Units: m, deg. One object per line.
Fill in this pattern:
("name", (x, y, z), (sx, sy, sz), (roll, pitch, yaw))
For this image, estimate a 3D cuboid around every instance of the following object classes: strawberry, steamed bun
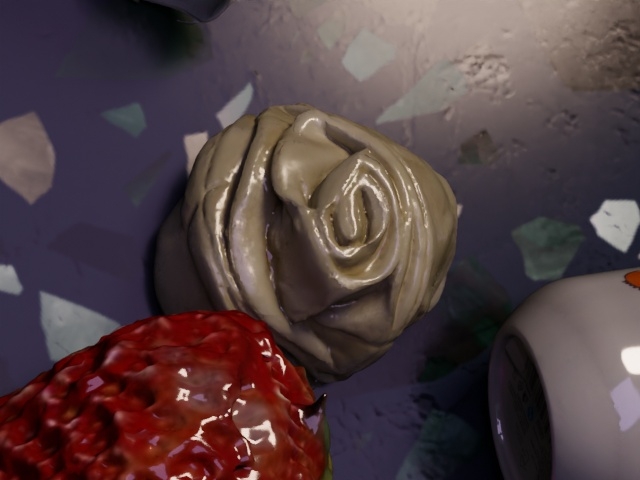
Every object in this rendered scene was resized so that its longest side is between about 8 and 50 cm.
("strawberry", (-0.124, 0.199, 1.219), (0.310, 0.292, 0.292), (-14, 85, -23))
("steamed bun", (-0.001, 0.002, 1.342), (0.218, 0.144, 0.211), (26, 77, -8))

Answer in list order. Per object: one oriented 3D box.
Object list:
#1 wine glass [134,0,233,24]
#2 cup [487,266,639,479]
("wine glass", (-0.080, -0.283, 1.363), (0.165, 0.165, 0.196), (41, 72, -5))
("cup", (0.298, 0.115, 1.361), (0.317, 0.212, 0.212), (-6, 83, -14))
